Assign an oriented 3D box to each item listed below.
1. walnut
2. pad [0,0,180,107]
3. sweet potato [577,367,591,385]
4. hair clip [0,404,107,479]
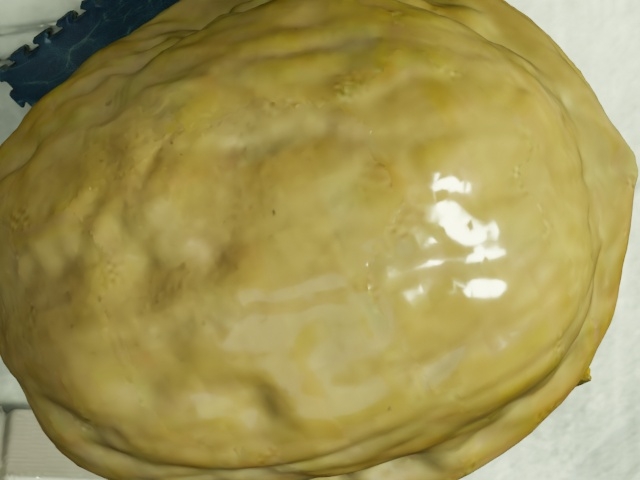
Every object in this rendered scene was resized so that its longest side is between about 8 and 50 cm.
[{"bbox_3d":[-0.001,-0.004,0.718,0.344,0.306,0.306,-11,128,9],"label":"walnut"},{"bbox_3d":[-0.026,-0.088,0.850,0.270,0.012,0.269,-33,123,22],"label":"pad"},{"bbox_3d":[0.072,0.073,0.949,0.244,0.077,0.077,1,130,14],"label":"sweet potato"},{"bbox_3d":[-0.305,0.165,0.998,0.331,0.085,0.101,3,139,-11],"label":"hair clip"}]
